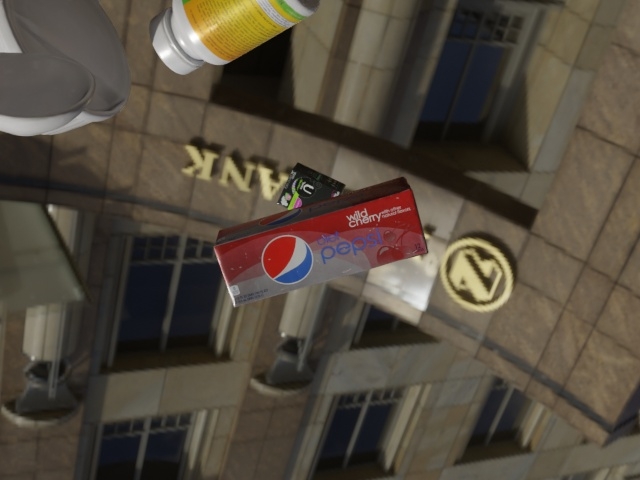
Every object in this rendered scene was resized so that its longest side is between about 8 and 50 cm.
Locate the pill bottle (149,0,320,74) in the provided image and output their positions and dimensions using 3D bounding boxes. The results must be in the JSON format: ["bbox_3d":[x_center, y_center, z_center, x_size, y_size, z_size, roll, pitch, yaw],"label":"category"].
[{"bbox_3d":[-0.135,-0.351,1.401,0.136,0.245,0.136,43,-146,-39],"label":"pill bottle"}]

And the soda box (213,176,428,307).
[{"bbox_3d":[0.000,0.000,1.205,0.263,0.092,0.083,-16,-165,2],"label":"soda box"}]

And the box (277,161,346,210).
[{"bbox_3d":[-0.013,-0.070,1.396,0.083,0.062,0.052,26,-161,0],"label":"box"}]

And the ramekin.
[{"bbox_3d":[-0.429,-0.288,1.432,0.273,0.127,0.273,47,-151,-36],"label":"ramekin"}]

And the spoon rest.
[{"bbox_3d":[-0.383,-0.161,0.994,0.276,0.084,0.137,-4,-140,-5],"label":"spoon rest"}]
